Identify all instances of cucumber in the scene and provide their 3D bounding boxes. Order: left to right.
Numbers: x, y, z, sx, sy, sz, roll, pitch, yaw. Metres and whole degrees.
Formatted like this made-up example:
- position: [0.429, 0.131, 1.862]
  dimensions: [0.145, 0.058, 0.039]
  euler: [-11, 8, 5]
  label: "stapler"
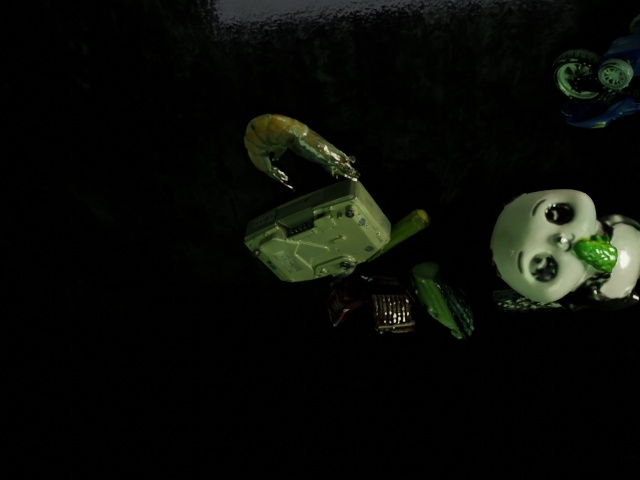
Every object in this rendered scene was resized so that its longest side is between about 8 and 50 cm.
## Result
- position: [0.274, 0.123, 1.318]
  dimensions: [0.086, 0.115, 0.193]
  euler: [-45, 126, -9]
  label: "cucumber"
- position: [0.498, 0.134, 1.317]
  dimensions: [0.211, 0.062, 0.078]
  euler: [-14, 137, 20]
  label: "cucumber"

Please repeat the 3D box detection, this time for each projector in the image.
- position: [0.000, 0.000, 1.195]
  dimensions: [0.269, 0.088, 0.193]
  euler: [-21, 130, 27]
  label: "projector"

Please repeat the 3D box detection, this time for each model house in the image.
- position: [0.111, 0.149, 1.302]
  dimensions: [0.203, 0.164, 0.141]
  euler: [3, 134, 6]
  label: "model house"

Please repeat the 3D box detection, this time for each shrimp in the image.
- position: [-0.039, -0.146, 1.064]
  dimensions: [0.217, 0.051, 0.150]
  euler: [27, 139, -13]
  label: "shrimp"

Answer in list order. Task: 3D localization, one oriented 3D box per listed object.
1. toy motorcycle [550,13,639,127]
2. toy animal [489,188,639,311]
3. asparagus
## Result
- position: [0.464, -0.214, 0.812]
  dimensions: [0.169, 0.113, 0.315]
  euler: [47, 160, -25]
  label: "toy motorcycle"
- position: [0.452, 0.019, 1.080]
  dimensions: [0.266, 0.213, 0.212]
  euler: [16, 139, -22]
  label: "toy animal"
- position: [0.147, -0.008, 1.206]
  dimensions: [0.178, 0.045, 0.041]
  euler: [-36, 92, 38]
  label: "asparagus"
